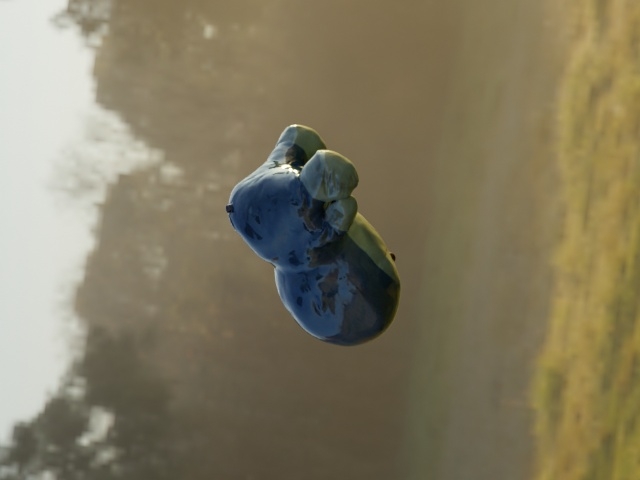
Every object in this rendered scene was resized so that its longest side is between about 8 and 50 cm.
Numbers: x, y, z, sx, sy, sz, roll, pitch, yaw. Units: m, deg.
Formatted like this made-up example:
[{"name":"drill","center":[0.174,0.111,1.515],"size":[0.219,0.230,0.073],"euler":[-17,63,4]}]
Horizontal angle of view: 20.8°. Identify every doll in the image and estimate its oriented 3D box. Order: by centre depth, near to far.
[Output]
[{"name":"doll","center":[0.000,0.000,0.674],"size":[0.083,0.050,0.076],"euler":[58,-179,-23]}]
